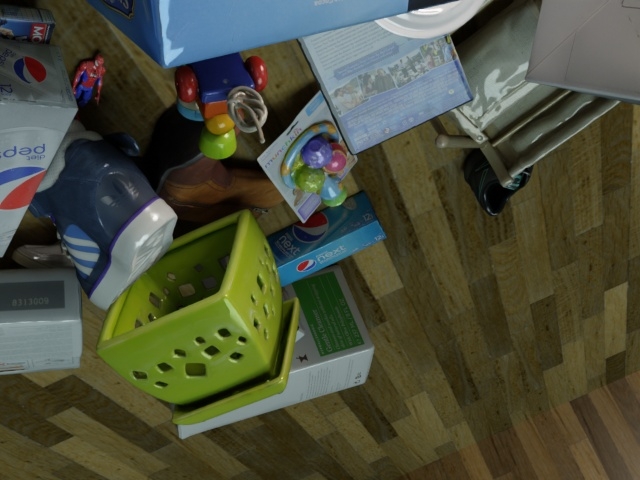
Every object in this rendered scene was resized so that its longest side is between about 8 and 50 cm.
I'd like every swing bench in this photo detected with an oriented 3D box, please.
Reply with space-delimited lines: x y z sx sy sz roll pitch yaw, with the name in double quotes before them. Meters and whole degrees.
"swing bench" 0.285 -0.233 1.456 0.253 0.165 0.255 -36 153 22

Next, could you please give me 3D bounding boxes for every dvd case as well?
"dvd case" 0.071 -0.249 1.289 0.180 0.022 0.253 -25 119 4

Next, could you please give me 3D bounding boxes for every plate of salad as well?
"plate of salad" 0.121 -0.342 1.209 0.200 0.048 0.200 -6 108 -19

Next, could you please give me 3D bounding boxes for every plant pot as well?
"plant pot" -0.159 0.124 1.490 0.228 0.227 0.207 -24 118 20

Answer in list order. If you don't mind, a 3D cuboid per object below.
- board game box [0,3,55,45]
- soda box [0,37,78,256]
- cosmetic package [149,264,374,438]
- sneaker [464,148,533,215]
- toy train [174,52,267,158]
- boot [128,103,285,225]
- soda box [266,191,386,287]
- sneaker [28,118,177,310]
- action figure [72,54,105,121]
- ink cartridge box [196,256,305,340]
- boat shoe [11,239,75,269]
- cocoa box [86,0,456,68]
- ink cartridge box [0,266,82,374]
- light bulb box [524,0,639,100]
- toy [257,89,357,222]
"board game box" -0.376 -0.199 1.154 0.194 0.060 0.194 -2 145 -34
"soda box" -0.375 -0.097 1.164 0.091 0.098 0.286 1 144 -37
"cosmetic package" -0.110 0.201 1.856 0.365 0.197 0.155 -15 149 -16
"sneaker" 0.330 -0.148 1.659 0.101 0.106 0.267 10 139 -18
"toy train" -0.119 -0.151 1.206 0.105 0.248 0.143 -12 143 -18
"boot" -0.126 -0.093 1.464 0.280 0.096 0.264 13 135 -47
"soda box" 0.000 0.000 1.729 0.210 0.067 0.071 -26 150 5
"sneaker" -0.318 -0.048 1.344 0.130 0.236 0.323 -47 180 -25
"action figure" -0.294 -0.188 1.263 0.038 0.030 0.115 6 138 -33
"ink cartridge box" -0.121 0.104 1.705 0.072 0.127 0.175 -42 131 12
"boat shoe" -0.370 0.022 1.524 0.184 0.066 0.063 14 103 -39
"cocoa box" -0.038 -0.325 0.906 0.347 0.231 0.228 -18 127 -24
"ink cartridge box" -0.524 0.137 1.563 0.308 0.091 0.385 -3 164 -14
"light bulb box" 0.476 -0.326 1.209 0.361 0.225 0.358 2 104 -37
"toy" 0.001 -0.109 1.505 0.137 0.056 0.237 -49 158 -7
